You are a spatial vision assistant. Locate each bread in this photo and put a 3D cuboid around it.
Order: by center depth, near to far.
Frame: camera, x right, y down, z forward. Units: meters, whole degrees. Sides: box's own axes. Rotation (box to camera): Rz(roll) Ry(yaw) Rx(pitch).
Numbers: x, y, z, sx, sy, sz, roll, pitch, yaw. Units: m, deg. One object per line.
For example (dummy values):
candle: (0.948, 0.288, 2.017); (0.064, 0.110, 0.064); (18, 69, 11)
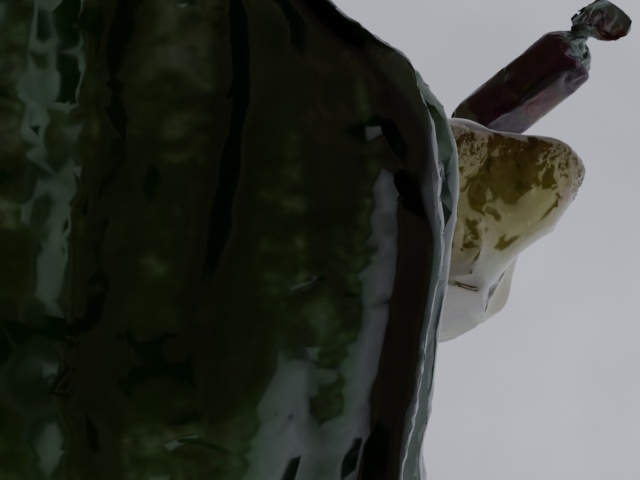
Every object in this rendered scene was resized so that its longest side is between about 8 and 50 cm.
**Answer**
bread: (0.000, 0.000, 0.706); (0.161, 0.233, 0.088); (132, -46, -70)

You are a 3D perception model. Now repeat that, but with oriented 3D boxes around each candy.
candy: (0.151, -0.110, 1.106); (0.175, 0.045, 0.043); (-39, -134, 16)

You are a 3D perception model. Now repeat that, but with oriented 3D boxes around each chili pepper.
chili pepper: (-0.063, 0.022, 0.486); (0.213, 0.167, 0.385); (-10, -75, -3)
